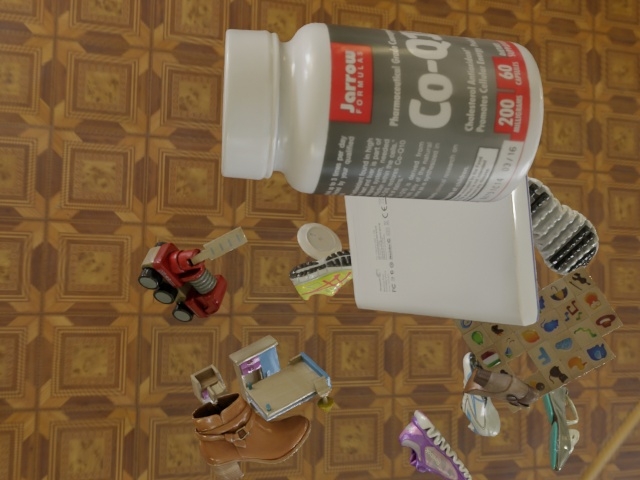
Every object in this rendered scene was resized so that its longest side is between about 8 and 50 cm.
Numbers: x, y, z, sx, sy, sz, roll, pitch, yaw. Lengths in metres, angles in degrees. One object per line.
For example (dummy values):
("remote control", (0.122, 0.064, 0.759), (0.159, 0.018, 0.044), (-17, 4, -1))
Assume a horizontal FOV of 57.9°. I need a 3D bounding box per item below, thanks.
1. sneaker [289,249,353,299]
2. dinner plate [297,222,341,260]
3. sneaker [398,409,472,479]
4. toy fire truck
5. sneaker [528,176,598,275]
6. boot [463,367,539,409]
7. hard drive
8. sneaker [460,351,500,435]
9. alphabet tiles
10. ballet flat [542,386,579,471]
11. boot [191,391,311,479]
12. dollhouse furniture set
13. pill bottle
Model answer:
("sneaker", (0.034, 0.088, 1.406), (0.209, 0.081, 0.094), (-14, 115, 3))
("dinner plate", (0.000, 0.000, 1.689), (0.141, 0.017, 0.141), (15, 46, -16))
("sneaker", (0.276, 0.532, 1.409), (0.105, 0.095, 0.236), (-39, 94, -5))
("toy fire truck", (-0.295, 0.078, 1.473), (0.217, 0.246, 0.158), (56, 35, -36))
("sneaker", (0.408, -0.041, 1.070), (0.110, 0.118, 0.292), (-45, 119, 13))
("boot", (0.256, 0.214, 0.821), (0.087, 0.118, 0.042), (23, 74, 12))
("hard drive", (0.155, 0.003, 0.832), (0.040, 0.319, 0.210), (-7, 93, -35))
("sneaker", (0.371, 0.375, 1.395), (0.085, 0.086, 0.237), (-44, 123, -50))
("alphabet tiles", (0.380, 0.155, 1.000), (0.237, 0.009, 0.198), (-33, 82, 10))
("ballet flat", (0.534, 0.407, 1.270), (0.068, 0.213, 0.072), (4, 130, 10))
("boot", (-0.174, 0.462, 1.465), (0.284, 0.109, 0.220), (-21, 114, -11))
("dollhouse furniture set", (-0.145, 0.447, 1.568), (0.286, 0.303, 0.198), (-24, 120, -26))
("pill bottle", (0.048, -0.123, 0.564), (0.283, 0.161, 0.161), (2, 87, -10))
